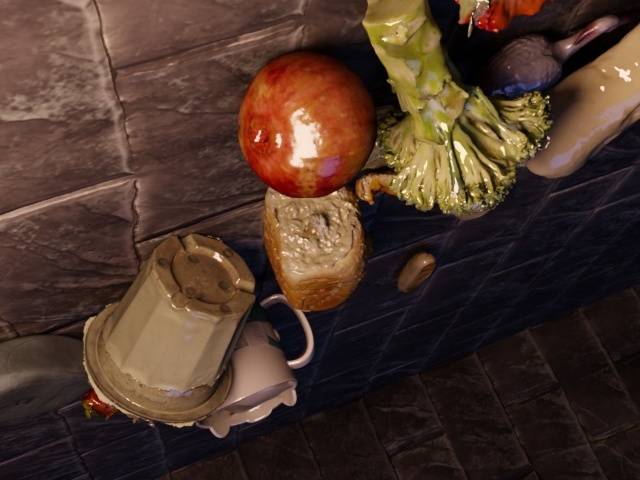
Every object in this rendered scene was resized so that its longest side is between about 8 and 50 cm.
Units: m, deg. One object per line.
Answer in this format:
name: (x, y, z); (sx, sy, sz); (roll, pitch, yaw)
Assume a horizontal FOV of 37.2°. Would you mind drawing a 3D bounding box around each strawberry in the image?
strawberry: (0.246, -0.363, 1.162); (0.228, 0.098, 0.174); (-29, 147, -23)

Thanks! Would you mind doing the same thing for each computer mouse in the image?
computer mouse: (-0.536, 0.247, 1.740); (0.188, 0.122, 0.371); (-36, 160, 24)

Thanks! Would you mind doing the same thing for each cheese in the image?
cheese: (0.491, -0.260, 1.507); (0.351, 0.130, 0.328); (-36, 174, -30)

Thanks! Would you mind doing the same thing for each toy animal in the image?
toy animal: (0.331, -0.275, 1.482); (0.324, 0.090, 0.195); (-34, 173, 31)

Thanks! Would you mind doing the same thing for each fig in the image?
fig: (-0.011, -0.156, 1.260); (0.205, 0.205, 0.205); (-22, 160, -8)

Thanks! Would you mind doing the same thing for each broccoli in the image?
broccoli: (0.177, -0.191, 1.284); (0.221, 0.252, 0.361); (-55, 160, -16)

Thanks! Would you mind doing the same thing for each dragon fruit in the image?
dragon fruit: (-0.450, 0.280, 1.957); (0.142, 0.138, 0.175); (-56, 141, -30)

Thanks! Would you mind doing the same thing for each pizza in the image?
pizza: (0.139, -0.104, 1.651); (0.134, 0.056, 0.271); (0, -170, 18)

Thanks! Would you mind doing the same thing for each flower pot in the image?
flower pot: (-0.242, 0.144, 1.646); (0.290, 0.290, 0.259); (-7, 143, -41)

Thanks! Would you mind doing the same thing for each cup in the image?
cup: (-0.156, 0.224, 1.924); (0.289, 0.258, 0.219); (-24, 161, -1)

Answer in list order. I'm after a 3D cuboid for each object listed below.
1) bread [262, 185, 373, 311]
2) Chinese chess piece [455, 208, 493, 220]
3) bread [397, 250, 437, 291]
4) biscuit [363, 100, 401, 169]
bread: (0.000, 0.000, 1.634); (0.176, 0.196, 0.246); (-17, 160, -8)
Chinese chess piece: (0.328, -0.092, 2.000); (0.122, 0.051, 0.122); (-21, 158, -9)
bread: (0.232, 0.070, 2.294); (0.073, 0.053, 0.214); (-14, 161, -16)
biscuit: (0.127, -0.171, 1.559); (0.252, 0.052, 0.150); (-14, 157, -28)
